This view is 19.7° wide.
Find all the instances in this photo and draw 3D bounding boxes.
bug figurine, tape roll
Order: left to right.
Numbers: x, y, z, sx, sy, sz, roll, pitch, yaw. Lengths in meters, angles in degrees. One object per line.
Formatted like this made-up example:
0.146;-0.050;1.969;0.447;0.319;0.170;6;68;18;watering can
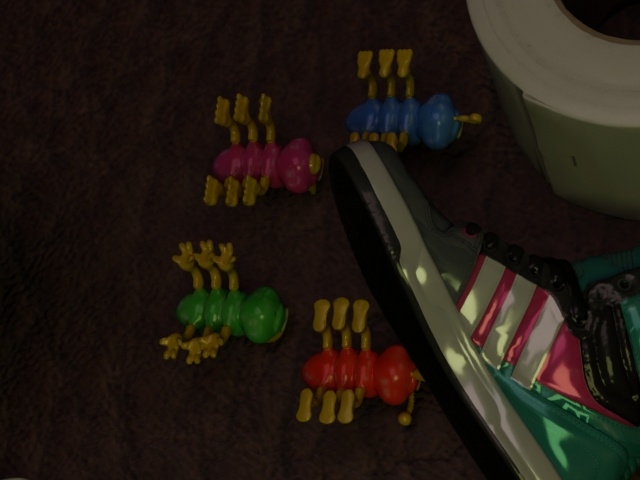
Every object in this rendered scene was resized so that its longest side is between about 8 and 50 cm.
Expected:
0.000;0.000;1.340;0.216;0.072;0.279;5;74;24;bug figurine
0.234;-0.155;1.286;0.246;0.169;0.246;-5;67;12;tape roll

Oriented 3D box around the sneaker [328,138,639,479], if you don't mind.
0.145;0.032;1.224;0.178;0.124;0.296;-31;92;-12;sneaker

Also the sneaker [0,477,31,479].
-0.270;0.228;1.332;0.152;0.054;0.061;-26;67;3;sneaker
